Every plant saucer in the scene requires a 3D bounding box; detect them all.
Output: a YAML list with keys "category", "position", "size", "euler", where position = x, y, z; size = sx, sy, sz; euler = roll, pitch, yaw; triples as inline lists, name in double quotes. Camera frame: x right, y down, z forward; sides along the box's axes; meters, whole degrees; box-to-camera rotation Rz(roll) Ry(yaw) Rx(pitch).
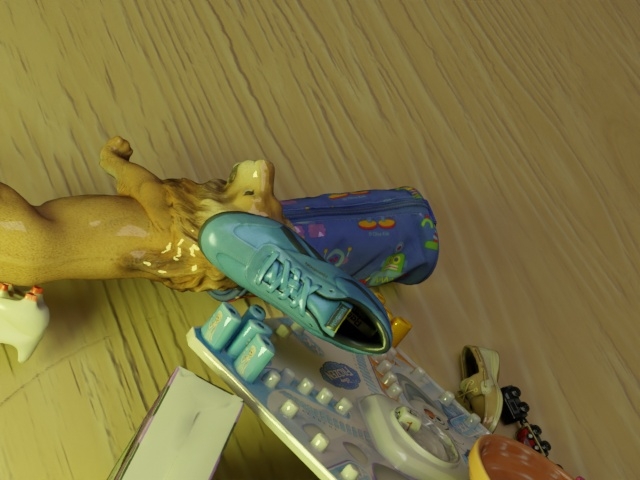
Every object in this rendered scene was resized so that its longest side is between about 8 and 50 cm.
- category: "plant saucer"
  position: [0.207, 0.253, 1.061]
  size: [0.200, 0.037, 0.200]
  euler: [35, 15, -11]

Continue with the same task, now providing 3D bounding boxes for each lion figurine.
- category: "lion figurine"
  position: [-0.230, -0.011, 1.161]
  size: [0.392, 0.142, 0.240]
  euler: [-12, 32, -29]

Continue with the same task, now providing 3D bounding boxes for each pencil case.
- category: "pencil case"
  position: [0.000, 0.000, 1.373]
  size: [0.306, 0.133, 0.119]
  euler: [-4, 61, -37]

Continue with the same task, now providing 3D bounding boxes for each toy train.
- category: "toy train"
  position: [0.249, 0.242, 1.412]
  size: [0.036, 0.027, 0.158]
  euler: [-7, 59, -34]

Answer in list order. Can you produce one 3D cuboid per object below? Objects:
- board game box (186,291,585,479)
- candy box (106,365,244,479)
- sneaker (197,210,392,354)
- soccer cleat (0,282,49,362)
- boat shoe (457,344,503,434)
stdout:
- category: "board game box"
  position: [0.104, 0.192, 1.179]
  size: [0.390, 0.050, 0.390]
  euler: [42, 16, 19]
- category: "candy box"
  position: [-0.154, 0.230, 1.024]
  size: [0.070, 0.196, 0.165]
  euler: [30, 43, -6]
- category: "sneaker"
  position: [-0.017, 0.041, 1.109]
  size: [0.209, 0.069, 0.082]
  euler: [34, 5, -20]
- category: "soccer cleat"
  position: [-0.355, 0.057, 1.139]
  size: [0.196, 0.076, 0.068]
  euler: [20, 10, 0]
- category: "boat shoe"
  position: [0.184, 0.177, 1.412]
  size: [0.045, 0.050, 0.135]
  euler: [22, 35, -12]
